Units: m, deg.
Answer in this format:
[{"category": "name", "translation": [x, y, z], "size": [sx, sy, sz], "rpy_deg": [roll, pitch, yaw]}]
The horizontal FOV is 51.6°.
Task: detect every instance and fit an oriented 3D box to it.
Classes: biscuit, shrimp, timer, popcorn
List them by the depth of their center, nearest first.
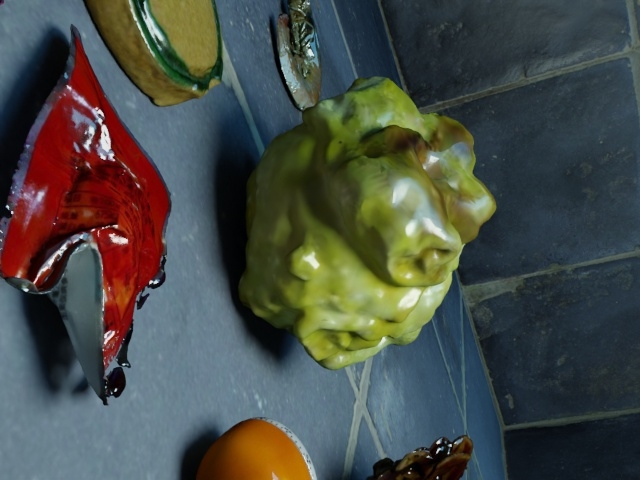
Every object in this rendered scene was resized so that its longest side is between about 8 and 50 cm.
[{"category": "timer", "translation": [-0.058, 0.226, 0.568], "size": [0.136, 0.099, 0.136], "rpy_deg": [60, 13, -24]}, {"category": "biscuit", "translation": [-0.183, -0.300, 0.624], "size": [0.287, 0.057, 0.343], "rpy_deg": [-47, 122, -70]}, {"category": "popcorn", "translation": [0.045, -0.010, 0.782], "size": [0.312, 0.312, 0.312], "rpy_deg": [-13, 90, -73]}, {"category": "shrimp", "translation": [-0.039, -0.343, 1.121], "size": [0.143, 0.052, 0.250], "rpy_deg": [13, 66, -68]}]

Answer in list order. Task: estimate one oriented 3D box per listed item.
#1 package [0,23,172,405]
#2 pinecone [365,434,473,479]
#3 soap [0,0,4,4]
[{"category": "package", "translation": [-0.159, -0.023, 0.491], "size": [0.269, 0.071, 0.194], "rpy_deg": [-88, 172, -49]}, {"category": "pinecone", "translation": [0.145, 0.404, 0.837], "size": [0.298, 0.242, 0.295], "rpy_deg": [66, 17, -49]}, {"category": "soap", "translation": [-0.244, -0.236, 0.253], "size": [0.220, 0.127, 0.324], "rpy_deg": [-81, 156, -44]}]
